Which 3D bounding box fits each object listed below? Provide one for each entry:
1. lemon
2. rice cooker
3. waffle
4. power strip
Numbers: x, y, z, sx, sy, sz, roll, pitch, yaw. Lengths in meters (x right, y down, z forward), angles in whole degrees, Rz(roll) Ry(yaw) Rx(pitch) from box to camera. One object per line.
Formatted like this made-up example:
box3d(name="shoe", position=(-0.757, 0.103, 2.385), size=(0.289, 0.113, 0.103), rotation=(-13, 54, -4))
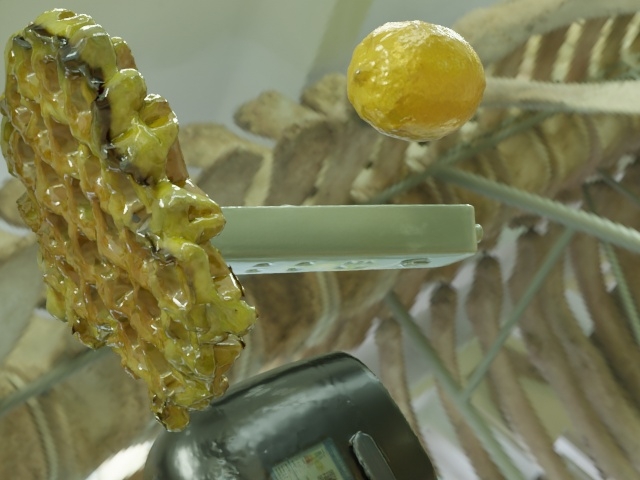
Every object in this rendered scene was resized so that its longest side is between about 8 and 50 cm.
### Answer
box3d(name="lemon", position=(0.094, -0.150, 1.129), size=(0.155, 0.114, 0.114), rotation=(6, -56, -37))
box3d(name="rice cooker", position=(-0.031, 0.248, 1.105), size=(0.224, 0.267, 0.267), rotation=(-25, -31, -27))
box3d(name="waffle", position=(-0.140, -0.010, 0.790), size=(0.058, 0.282, 0.300), rotation=(-22, 11, -27))
box3d(name="power strip", position=(0.000, 0.000, 1.251), size=(0.385, 0.062, 0.091), rotation=(-1, -12, -21))
